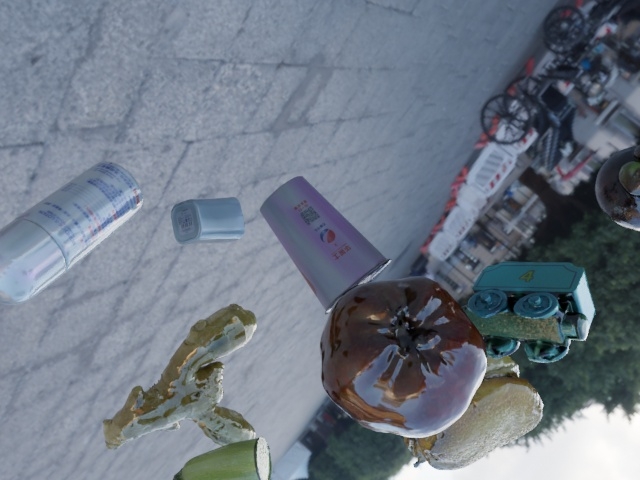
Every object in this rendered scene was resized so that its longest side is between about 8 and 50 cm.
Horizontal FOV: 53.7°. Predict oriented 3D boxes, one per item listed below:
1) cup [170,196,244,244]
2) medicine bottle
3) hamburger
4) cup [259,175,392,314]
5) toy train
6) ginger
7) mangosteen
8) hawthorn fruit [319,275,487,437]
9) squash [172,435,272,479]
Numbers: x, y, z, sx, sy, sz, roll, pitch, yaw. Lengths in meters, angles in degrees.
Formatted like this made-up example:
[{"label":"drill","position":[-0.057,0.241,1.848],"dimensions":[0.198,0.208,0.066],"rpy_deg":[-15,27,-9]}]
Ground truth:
[{"label":"cup","position":[-0.249,-0.038,1.345],"dimensions":[0.128,0.095,0.130],"rpy_deg":[-13,174,36]},{"label":"medicine bottle","position":[-0.481,-0.014,1.161],"dimensions":[0.341,0.130,0.130],"rpy_deg":[-54,175,-47]},{"label":"hamburger","position":[0.321,0.382,1.394],"dimensions":[0.314,0.170,0.289],"rpy_deg":[-28,134,-3]},{"label":"cup","position":[0.000,0.000,1.468],"dimensions":[0.203,0.288,0.203],"rpy_deg":[-39,171,-7]},{"label":"toy train","position":[0.318,0.104,0.978],"dimensions":[0.198,0.107,0.154],"rpy_deg":[0,-146,42]},{"label":"ginger","position":[-0.309,0.330,1.436],"dimensions":[0.348,0.122,0.362],"rpy_deg":[-3,112,-26]},{"label":"mangosteen","position":[0.577,-0.102,1.127],"dimensions":[0.172,0.172,0.184],"rpy_deg":[-50,143,7]},{"label":"hawthorn fruit","position":[0.102,0.166,0.822],"dimensions":[0.208,0.208,0.248],"rpy_deg":[-44,153,-25]},{"label":"squash","position":[-0.211,0.473,1.298],"dimensions":[0.224,0.094,0.094],"rpy_deg":[-18,175,14]}]
